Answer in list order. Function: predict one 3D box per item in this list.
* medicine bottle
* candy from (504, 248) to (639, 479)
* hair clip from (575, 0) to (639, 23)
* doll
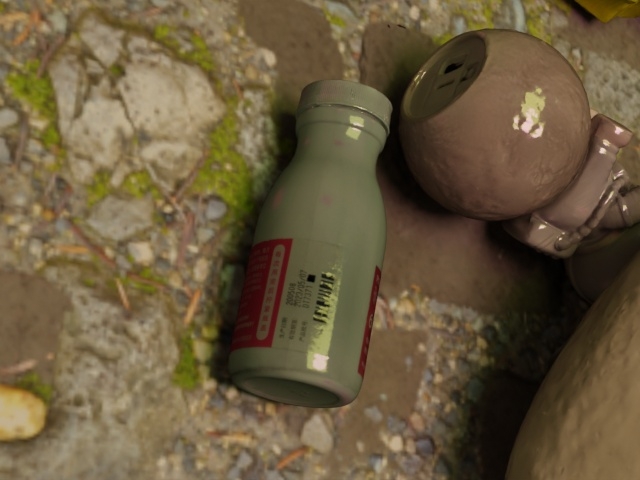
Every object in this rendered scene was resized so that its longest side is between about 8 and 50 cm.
[{"bbox_3d":[0.000,0.000,0.848,0.090,0.090,0.216,23,66,-28],"label":"medicine bottle"},{"bbox_3d":[0.317,0.171,0.901,0.427,0.186,0.386,-44,115,-6],"label":"candy"},{"bbox_3d":[0.207,-0.232,1.061,0.173,0.072,0.046,18,72,-19],"label":"hair clip"},{"bbox_3d":[0.187,-0.039,0.962,0.287,0.151,0.151,38,60,-28],"label":"doll"}]
